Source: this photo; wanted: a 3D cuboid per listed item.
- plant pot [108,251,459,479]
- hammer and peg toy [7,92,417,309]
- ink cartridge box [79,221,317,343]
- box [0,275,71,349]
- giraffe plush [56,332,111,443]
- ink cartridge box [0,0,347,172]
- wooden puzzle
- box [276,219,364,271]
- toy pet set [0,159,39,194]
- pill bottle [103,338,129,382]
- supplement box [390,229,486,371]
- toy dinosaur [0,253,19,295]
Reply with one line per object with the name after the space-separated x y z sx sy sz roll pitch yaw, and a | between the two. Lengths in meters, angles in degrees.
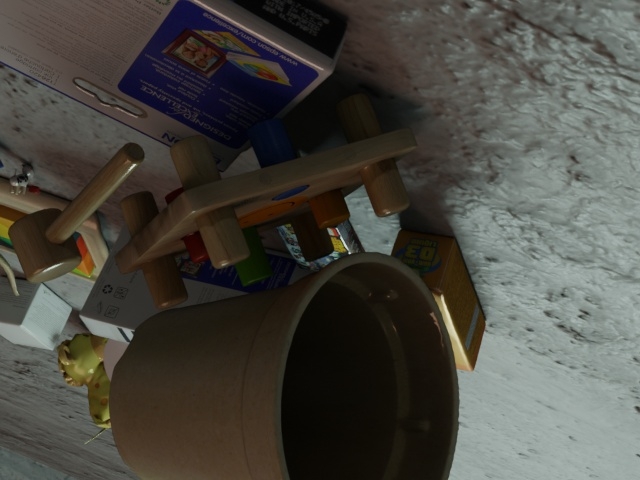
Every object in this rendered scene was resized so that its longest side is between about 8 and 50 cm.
-0.059 0.186 1.459 0.305 0.334 0.334 -4 146 39 | plant pot
-0.103 -0.022 1.268 0.361 0.127 0.266 -17 173 -28 | hammer and peg toy
-0.139 0.080 1.708 0.333 0.165 0.065 12 151 22 | ink cartridge box
-0.507 0.126 2.220 0.101 0.087 0.102 6 152 32 | box
-0.380 0.228 2.274 0.170 0.210 0.181 54 156 -2 | giraffe plush
-0.167 -0.201 1.250 0.303 0.072 0.307 27 158 -16 | ink cartridge box
-0.419 -0.009 1.906 0.221 0.044 0.238 19 157 5 | wooden puzzle
0.000 0.000 1.591 0.094 0.027 0.137 9 154 23 | box
-0.451 -0.107 1.731 0.122 0.065 0.114 16 -169 18 | toy pet set
-0.200 0.149 1.838 0.119 0.208 0.119 13 112 35 | pill bottle
0.144 0.077 1.578 0.078 0.080 0.233 10 156 22 | supplement box
-0.546 -0.013 1.942 0.268 0.064 0.118 43 167 -12 | toy dinosaur
